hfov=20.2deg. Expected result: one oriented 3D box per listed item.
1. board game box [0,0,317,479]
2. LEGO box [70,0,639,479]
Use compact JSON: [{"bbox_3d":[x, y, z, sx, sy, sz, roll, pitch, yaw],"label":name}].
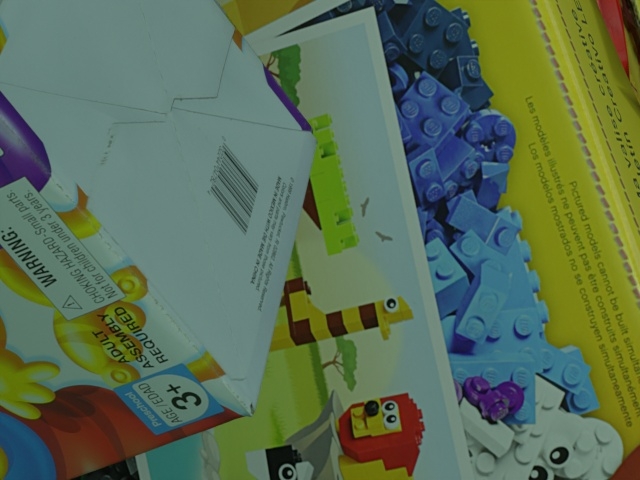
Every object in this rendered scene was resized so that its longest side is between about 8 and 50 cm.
[{"bbox_3d":[-0.161,0.006,0.610,0.142,0.275,0.144,52,29,-29],"label":"board game box"},{"bbox_3d":[-0.045,-0.058,0.781,0.193,0.372,0.500,0,69,-63],"label":"LEGO box"}]
